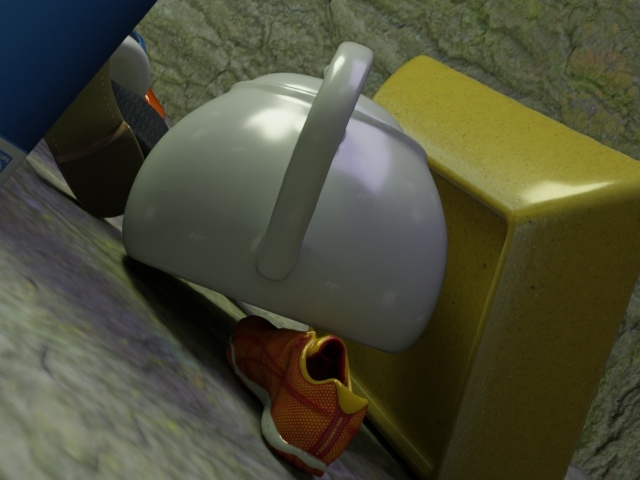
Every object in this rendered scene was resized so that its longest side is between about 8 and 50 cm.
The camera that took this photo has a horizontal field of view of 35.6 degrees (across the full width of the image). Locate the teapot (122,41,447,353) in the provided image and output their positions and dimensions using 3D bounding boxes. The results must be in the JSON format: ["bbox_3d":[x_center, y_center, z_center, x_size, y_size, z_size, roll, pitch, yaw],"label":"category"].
[{"bbox_3d":[-0.010,-0.039,0.720,0.256,0.187,0.252,18,-4,44],"label":"teapot"}]

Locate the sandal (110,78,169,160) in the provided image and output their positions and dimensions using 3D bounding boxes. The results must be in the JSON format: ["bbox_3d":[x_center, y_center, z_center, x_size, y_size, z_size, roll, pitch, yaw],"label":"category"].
[{"bbox_3d":[-0.211,-0.114,1.038,0.254,0.054,0.097,44,22,-60],"label":"sandal"}]

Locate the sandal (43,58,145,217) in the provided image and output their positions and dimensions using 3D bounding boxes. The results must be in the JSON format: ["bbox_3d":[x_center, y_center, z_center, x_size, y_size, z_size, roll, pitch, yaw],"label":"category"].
[{"bbox_3d":[-0.192,-0.132,0.730,0.079,0.088,0.240,44,-28,50],"label":"sandal"}]

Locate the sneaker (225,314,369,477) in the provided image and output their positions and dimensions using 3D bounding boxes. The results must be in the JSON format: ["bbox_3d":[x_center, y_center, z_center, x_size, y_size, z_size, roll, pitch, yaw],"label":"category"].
[{"bbox_3d":[-0.011,0.083,0.622,0.064,0.067,0.175,38,2,-26],"label":"sneaker"}]

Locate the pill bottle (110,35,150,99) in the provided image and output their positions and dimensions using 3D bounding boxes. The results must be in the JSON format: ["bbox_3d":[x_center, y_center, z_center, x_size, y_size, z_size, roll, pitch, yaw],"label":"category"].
[{"bbox_3d":[-0.294,-0.220,1.113,0.216,0.121,0.121,42,2,32],"label":"pill bottle"}]

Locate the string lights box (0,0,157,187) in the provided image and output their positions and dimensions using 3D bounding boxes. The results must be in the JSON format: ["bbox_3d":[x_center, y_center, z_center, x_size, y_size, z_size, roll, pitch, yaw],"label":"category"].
[{"bbox_3d":[-0.157,-0.168,0.588,0.077,0.259,0.133,39,4,-43],"label":"string lights box"}]

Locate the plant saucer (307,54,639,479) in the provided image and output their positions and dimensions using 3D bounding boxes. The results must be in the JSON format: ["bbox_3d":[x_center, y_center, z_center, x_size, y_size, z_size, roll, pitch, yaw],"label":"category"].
[{"bbox_3d":[0.094,0.041,0.831,0.081,0.332,0.333,2,23,-30],"label":"plant saucer"}]

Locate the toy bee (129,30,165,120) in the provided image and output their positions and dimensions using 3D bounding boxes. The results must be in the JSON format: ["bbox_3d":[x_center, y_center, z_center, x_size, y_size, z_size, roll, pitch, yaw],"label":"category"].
[{"bbox_3d":[-0.326,-0.257,1.375,0.195,0.162,0.298,52,17,-50],"label":"toy bee"}]
